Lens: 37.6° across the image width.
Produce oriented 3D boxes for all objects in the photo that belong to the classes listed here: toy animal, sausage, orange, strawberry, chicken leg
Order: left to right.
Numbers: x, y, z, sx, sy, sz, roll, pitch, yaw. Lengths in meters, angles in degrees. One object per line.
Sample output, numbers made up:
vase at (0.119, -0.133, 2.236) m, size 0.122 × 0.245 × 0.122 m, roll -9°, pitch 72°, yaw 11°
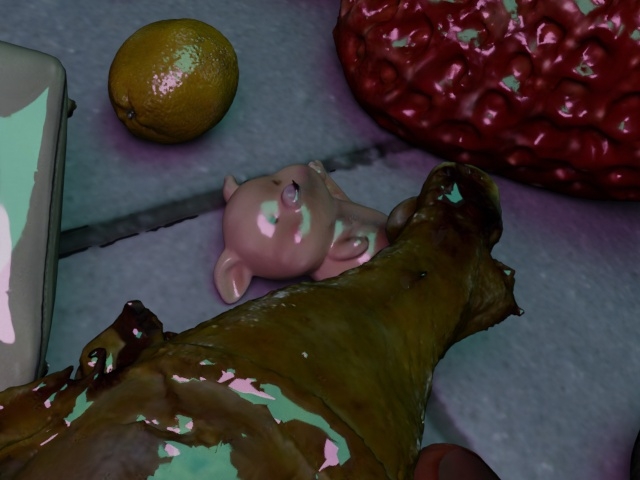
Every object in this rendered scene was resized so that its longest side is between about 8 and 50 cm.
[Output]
orange at (-0.101, -0.107, 0.641) m, size 0.085 × 0.085 × 0.095 m, roll 36°, pitch 53°, yaw 5°
toy animal at (-0.002, 0.005, 0.608) m, size 0.150 × 0.089 × 0.083 m, roll 23°, pitch 26°, yaw -3°
chicken leg at (0.005, 0.101, 0.450) m, size 0.361 × 0.140 × 0.212 m, roll -24°, pitch 92°, yaw -36°
sausage at (0.082, 0.159, 0.529) m, size 0.059 × 0.054 × 0.094 m, roll -28°, pitch 68°, yaw -33°
strawberry at (0.187, -0.184, 0.736) m, size 0.345 × 0.295 × 0.318 m, roll -4°, pitch 90°, yaw -9°

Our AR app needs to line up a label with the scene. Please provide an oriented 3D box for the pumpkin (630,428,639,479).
pumpkin at (0.270, 0.155, 0.578) m, size 0.167 × 0.125 × 0.167 m, roll 3°, pitch 61°, yaw -5°

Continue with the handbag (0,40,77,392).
handbag at (-0.278, -0.016, 0.424) m, size 0.315 × 0.109 × 0.241 m, roll 8°, pitch 73°, yaw -24°
